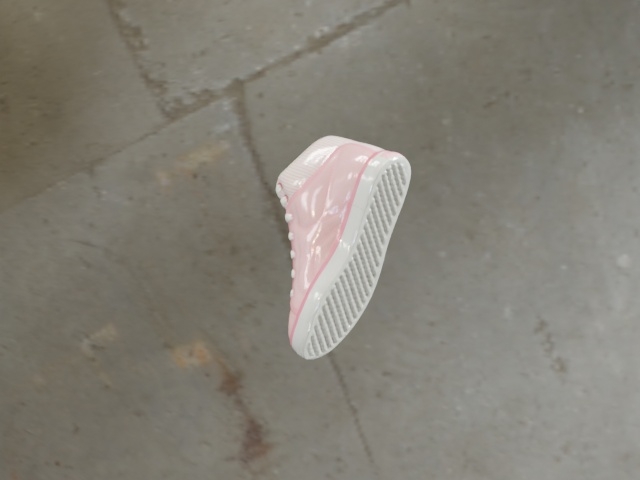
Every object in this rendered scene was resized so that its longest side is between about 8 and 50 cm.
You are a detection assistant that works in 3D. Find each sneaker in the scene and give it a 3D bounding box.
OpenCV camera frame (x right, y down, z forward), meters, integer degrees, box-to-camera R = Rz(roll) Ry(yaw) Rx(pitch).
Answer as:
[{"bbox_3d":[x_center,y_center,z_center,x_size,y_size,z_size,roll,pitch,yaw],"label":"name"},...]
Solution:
[{"bbox_3d":[0.000,0.000,0.869,0.051,0.070,0.134,9,105,-55],"label":"sneaker"}]
